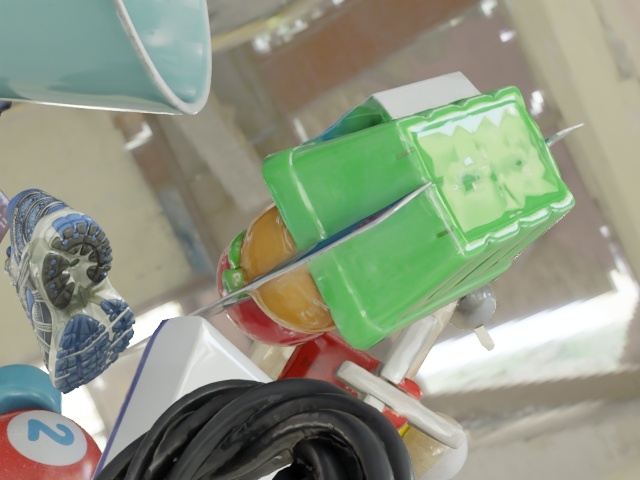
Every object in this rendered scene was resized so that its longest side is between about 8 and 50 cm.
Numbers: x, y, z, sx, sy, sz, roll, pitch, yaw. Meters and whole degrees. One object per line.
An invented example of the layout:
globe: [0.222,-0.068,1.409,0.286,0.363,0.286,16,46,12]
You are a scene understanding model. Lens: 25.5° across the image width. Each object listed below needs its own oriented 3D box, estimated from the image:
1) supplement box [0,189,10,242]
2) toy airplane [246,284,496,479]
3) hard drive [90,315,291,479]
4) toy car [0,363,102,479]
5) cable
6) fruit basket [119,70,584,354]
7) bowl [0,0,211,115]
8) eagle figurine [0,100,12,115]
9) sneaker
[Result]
supplement box: [-0.335,0.025,1.115,0.104,0.081,0.188,-4,-133,32]
toy airplane: [0.075,0.193,1.629,0.386,0.272,0.384,-40,-155,32]
hard drive: [-0.023,0.216,0.823,0.040,0.318,0.210,-4,-126,37]
toy car: [-0.139,0.200,1.088,0.238,0.210,0.219,-19,-147,3]
cable: [-0.038,0.096,0.348,0.150,0.047,0.184,-35,-156,39]
fruit basket: [0.000,0.000,1.114,0.353,0.165,0.327,-21,180,38]
bowl: [-0.191,-0.212,0.889,0.163,0.311,0.311,-13,-177,9]
eagle figurine: [-0.321,-0.263,1.398,0.298,0.225,0.226,-32,-178,36]
sneaker: [-0.134,0.024,0.732,0.052,0.058,0.135,-31,146,-28]
